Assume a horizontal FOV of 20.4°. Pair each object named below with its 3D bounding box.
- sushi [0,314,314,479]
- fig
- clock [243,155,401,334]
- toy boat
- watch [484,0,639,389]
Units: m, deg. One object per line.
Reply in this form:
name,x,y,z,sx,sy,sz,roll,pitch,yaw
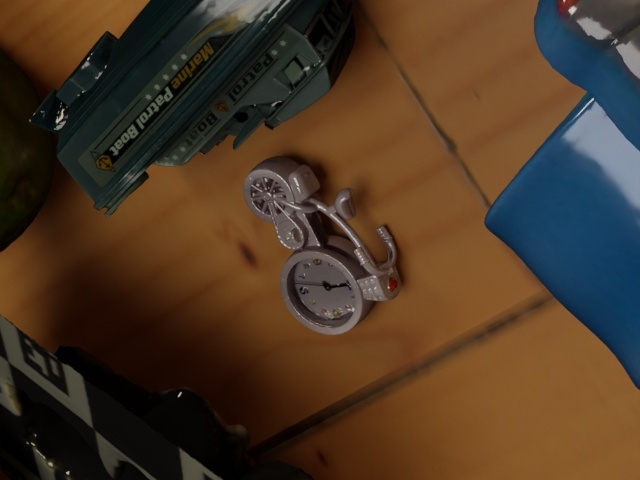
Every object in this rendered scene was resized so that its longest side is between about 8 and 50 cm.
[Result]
sushi,-0.092,0.164,1.281,0.373,0.100,0.296,33,151,25
fig,-0.310,-0.112,1.259,0.206,0.206,0.275,-40,66,35
clock,0.000,0.000,1.200,0.087,0.041,0.129,-19,104,38
toy boat,-0.052,-0.130,1.136,0.122,0.114,0.296,41,125,-15
watch,0.236,-0.078,0.941,0.241,0.305,0.274,48,155,9
